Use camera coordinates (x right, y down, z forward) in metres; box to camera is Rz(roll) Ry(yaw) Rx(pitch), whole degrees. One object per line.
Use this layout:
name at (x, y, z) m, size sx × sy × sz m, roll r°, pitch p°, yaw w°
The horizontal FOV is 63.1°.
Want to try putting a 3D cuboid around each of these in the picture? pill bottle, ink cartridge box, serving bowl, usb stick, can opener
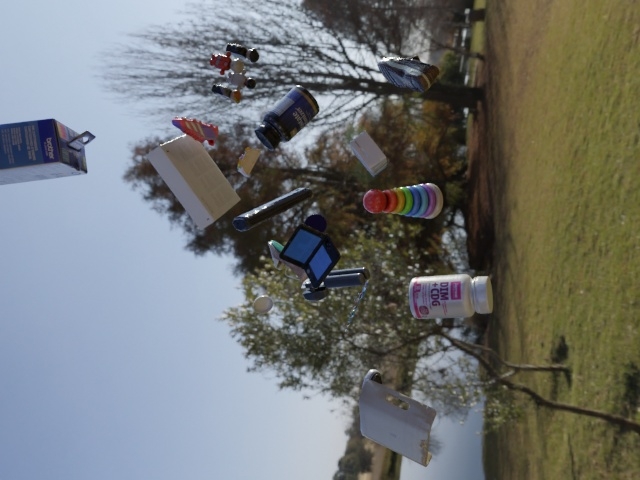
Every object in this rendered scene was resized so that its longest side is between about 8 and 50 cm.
pill bottle at (0.487, 0.209, 1.947) m, size 0.160 × 0.283 × 0.160 m, roll 25°, pitch -118°, yaw -61°
pill bottle at (-0.117, -0.414, 1.782) m, size 0.219 × 0.123 × 0.123 m, roll -46°, pitch -17°, yaw -10°
ink cartridge box at (0.204, -0.358, 2.177) m, size 0.086 × 0.148 × 0.203 m, roll -38°, pitch -5°, yaw 5°
serving bowl at (-0.237, 0.259, 2.137) m, size 0.027 × 0.083 × 0.083 m, roll -123°, pitch 32°, yaw -59°
ink cartridge box at (-0.936, -0.281, 1.682) m, size 0.270 × 0.395 × 0.151 m, roll 180°, pitch 83°, yaw -82°
usb stick at (-0.135, -0.095, 1.525) m, size 0.278 × 0.077 × 0.045 m, roll -30°, pitch -76°, yaw -41°
can opener at (0.051, 0.148, 1.815) m, size 0.074 × 0.280 × 0.093 m, roll -47°, pitch -65°, yaw -46°

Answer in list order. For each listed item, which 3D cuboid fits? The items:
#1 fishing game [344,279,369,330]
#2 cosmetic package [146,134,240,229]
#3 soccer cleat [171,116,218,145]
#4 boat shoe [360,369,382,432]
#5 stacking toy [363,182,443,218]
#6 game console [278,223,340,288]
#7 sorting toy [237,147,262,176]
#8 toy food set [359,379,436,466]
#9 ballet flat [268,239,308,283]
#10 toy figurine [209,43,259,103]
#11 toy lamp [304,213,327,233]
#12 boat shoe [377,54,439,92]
fishing game at (0.162, 0.292, 2.398) m, size 0.189 × 0.041 × 0.264 m, roll 90°, pitch -155°, yaw -77°
cosmetic package at (-0.538, -0.264, 2.256) m, size 0.377 × 0.097 × 0.284 m, roll 56°, pitch -157°, yaw -11°
soccer cleat at (-0.518, -0.455, 2.171) m, size 0.248 × 0.083 × 0.095 m, roll -4°, pitch -75°, yaw -61°
boat shoe at (0.186, 0.556, 1.760) m, size 0.080 × 0.076 × 0.228 m, roll 11°, pitch -93°, yaw -39°
stacking toy at (0.302, -0.148, 1.989) m, size 0.141 × 0.330 × 0.141 m, roll 10°, pitch 102°, yaw 59°
game console at (-0.031, 0.046, 1.425) m, size 0.144 × 0.085 × 0.124 m, roll -55°, pitch 50°, yaw 35°
sorting toy at (-0.209, -0.220, 1.450) m, size 0.075 × 0.045 × 0.083 m, roll 0°, pitch 62°, yaw 64°
toy food set at (0.237, 0.546, 1.569) m, size 0.092 × 0.219 × 0.306 m, roll -51°, pitch -32°, yaw -35°
ballet flat at (-0.163, 0.113, 2.564) m, size 0.107 × 0.316 × 0.106 m, roll 15°, pitch -73°, yaw -57°
toy figurine at (-0.360, -0.714, 2.227) m, size 0.213 × 0.148 × 0.209 m, roll -58°, pitch -18°, yaw -47°
toy lamp at (0.000, 0.000, 1.678) m, size 0.275 × 0.080 × 0.080 m, roll 69°, pitch -151°, yaw -71°
boat shoe at (0.290, -0.554, 1.698) m, size 0.095 × 0.257 × 0.095 m, roll -42°, pitch -46°, yaw -3°
